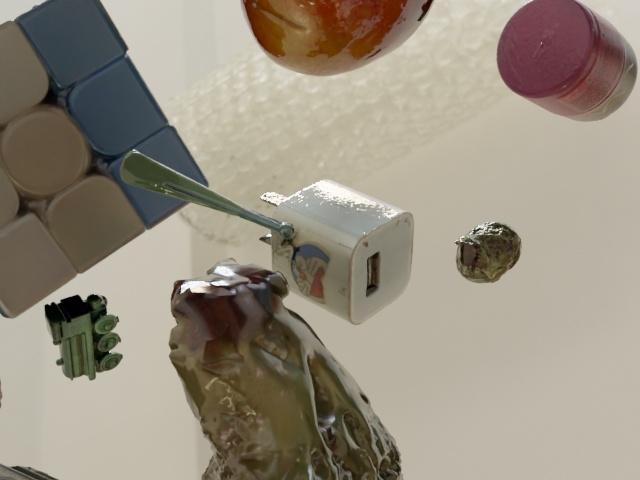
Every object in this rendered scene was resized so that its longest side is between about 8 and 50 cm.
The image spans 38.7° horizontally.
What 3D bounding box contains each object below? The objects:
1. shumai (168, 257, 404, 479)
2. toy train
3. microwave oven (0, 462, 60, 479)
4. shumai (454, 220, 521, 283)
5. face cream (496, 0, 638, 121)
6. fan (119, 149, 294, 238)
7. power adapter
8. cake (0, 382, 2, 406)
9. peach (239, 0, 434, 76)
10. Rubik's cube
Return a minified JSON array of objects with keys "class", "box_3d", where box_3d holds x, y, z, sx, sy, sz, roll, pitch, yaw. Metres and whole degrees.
[{"class":"shumai","box_3d":[-0.025,0.168,0.867,0.346,0.217,0.283,-75,-15,-72]},{"class":"toy train","box_3d":[-0.384,0.158,1.473,0.111,0.170,0.071,-17,-134,-26]},{"class":"microwave oven","box_3d":[-0.321,0.263,0.822,0.208,0.162,0.122,28,-107,-49]},{"class":"shumai","box_3d":[0.280,0.017,1.571,0.099,0.124,0.087,51,-165,21]},{"class":"face cream","box_3d":[0.415,-0.299,1.520,0.195,0.175,0.175,11,-120,-47]},{"class":"fan","box_3d":[-0.118,-0.045,0.951,0.193,0.038,0.016,21,-155,-1]},{"class":"power adapter","box_3d":[0.000,0.000,1.155,0.125,0.205,0.130,-31,-48,-39]},{"class":"cake","box_3d":[-0.565,0.163,1.264,0.151,0.177,0.282,-32,-71,-70]},{"class":"peach","box_3d":[0.030,-0.348,1.133,0.245,0.274,0.248,8,-126,-2]},{"class":"Rubik's cube","box_3d":[-0.427,-0.140,1.348,0.347,0.346,0.344,-36,-70,-14]}]
